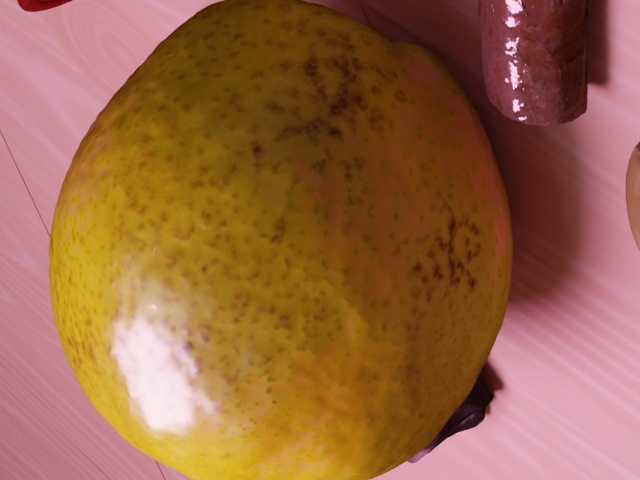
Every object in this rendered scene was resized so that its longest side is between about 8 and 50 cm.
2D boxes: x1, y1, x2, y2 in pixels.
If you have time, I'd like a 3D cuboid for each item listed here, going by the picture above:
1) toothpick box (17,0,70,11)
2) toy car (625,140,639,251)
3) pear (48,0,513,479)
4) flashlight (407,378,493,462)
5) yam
[{"bbox_3d":[-0.255,-0.384,1.658,0.333,0.204,0.204,57,154,2],"label":"toothpick box"},{"bbox_3d":[0.278,0.022,1.257,0.256,0.124,0.101,32,142,40],"label":"toy car"},{"bbox_3d":[-0.029,-0.006,1.523,0.391,0.391,0.391,41,148,32],"label":"pear"},{"bbox_3d":[0.000,0.000,1.759,0.424,0.103,0.103,56,154,9],"label":"flashlight"},{"bbox_3d":[0.146,-0.147,1.360,0.084,0.084,0.127,36,143,37],"label":"yam"}]
